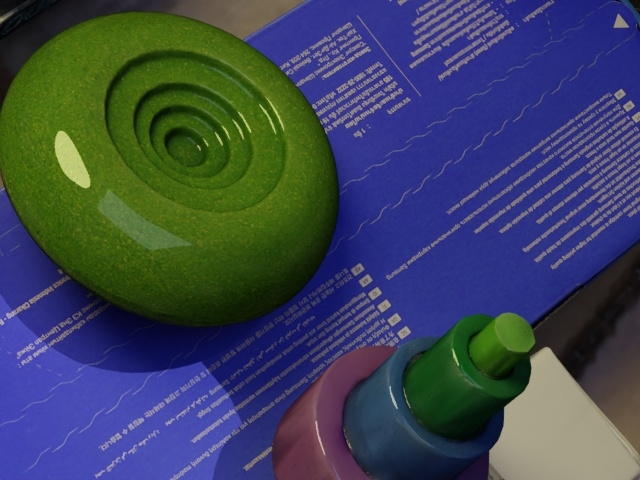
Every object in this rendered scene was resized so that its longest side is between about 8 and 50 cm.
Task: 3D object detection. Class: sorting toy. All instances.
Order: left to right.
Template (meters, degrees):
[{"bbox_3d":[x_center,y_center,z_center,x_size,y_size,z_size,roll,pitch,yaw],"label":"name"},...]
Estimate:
[{"bbox_3d":[-0.042,-0.074,0.486,0.127,0.126,0.365,-22,72,-39],"label":"sorting toy"}]

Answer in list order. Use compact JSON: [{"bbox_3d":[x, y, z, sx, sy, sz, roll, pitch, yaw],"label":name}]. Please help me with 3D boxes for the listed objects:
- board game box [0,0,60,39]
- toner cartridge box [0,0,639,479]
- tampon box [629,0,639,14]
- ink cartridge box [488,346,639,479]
[{"bbox_3d":[-0.117,-0.169,0.609,0.126,0.026,0.186,47,49,-2],"label":"board game box"},{"bbox_3d":[0.000,0.000,0.599,0.348,0.075,0.165,-35,87,-25],"label":"toner cartridge box"},{"bbox_3d":[0.212,-0.142,0.692,0.161,0.120,0.101,-30,85,-24],"label":"tampon box"},{"bbox_3d":[0.034,0.116,0.561,0.150,0.109,0.063,-35,84,-25],"label":"ink cartridge box"}]
